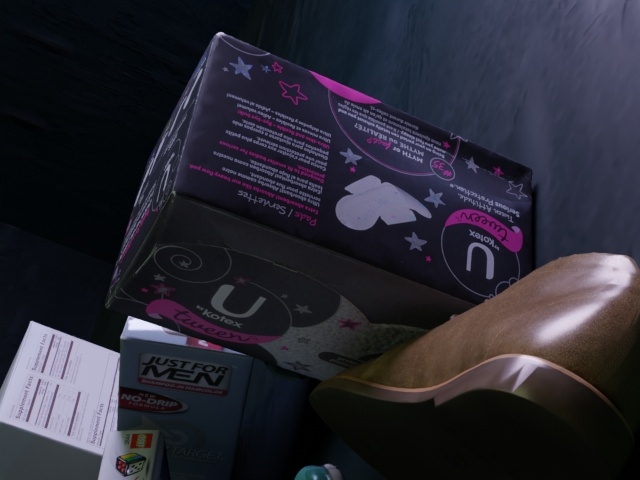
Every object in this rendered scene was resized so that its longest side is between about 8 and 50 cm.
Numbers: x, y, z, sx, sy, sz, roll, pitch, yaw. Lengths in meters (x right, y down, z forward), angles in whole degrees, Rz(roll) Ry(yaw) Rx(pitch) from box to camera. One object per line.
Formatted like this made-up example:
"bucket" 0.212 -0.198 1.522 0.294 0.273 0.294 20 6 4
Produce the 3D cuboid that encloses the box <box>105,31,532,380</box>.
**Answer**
"box" 0.000 0.000 0.691 0.163 0.247 0.142 -49 24 50

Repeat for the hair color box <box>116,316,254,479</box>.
"hair color box" -0.129 0.152 0.980 0.185 0.114 0.374 -84 5 -45

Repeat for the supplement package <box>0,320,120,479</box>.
"supplement package" -0.298 0.274 1.275 0.199 0.263 0.198 -59 18 26

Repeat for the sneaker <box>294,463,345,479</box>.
"sneaker" -0.052 0.290 0.722 0.275 0.110 0.107 -66 16 1

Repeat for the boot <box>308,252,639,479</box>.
"boot" 0.093 0.087 0.591 0.115 0.112 0.305 -51 10 -26

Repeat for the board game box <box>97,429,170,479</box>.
"board game box" -0.154 0.341 0.853 0.193 0.053 0.305 -92 1 -57

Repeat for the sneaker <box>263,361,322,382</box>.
"sneaker" 0.016 0.028 0.882 0.256 0.094 0.151 115 174 -47
